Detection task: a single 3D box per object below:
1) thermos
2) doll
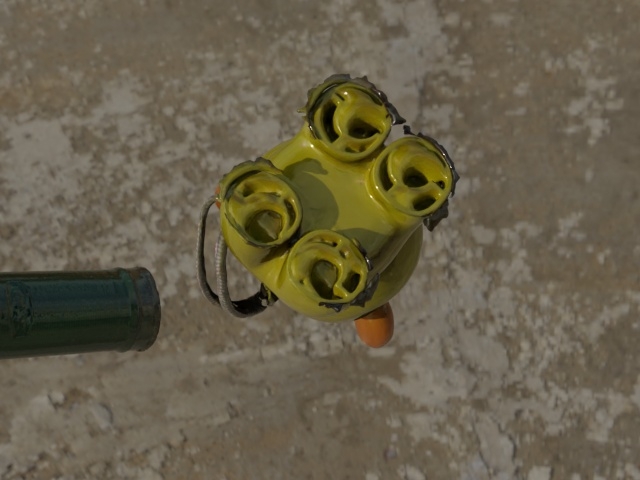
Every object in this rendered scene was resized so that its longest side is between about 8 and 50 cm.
[{"bbox_3d":[-0.228,0.056,0.879,0.188,0.073,0.083,0,23,-38],"label":"thermos"},{"bbox_3d":[0.000,0.000,0.611,0.143,0.221,0.135,41,74,1],"label":"doll"}]
